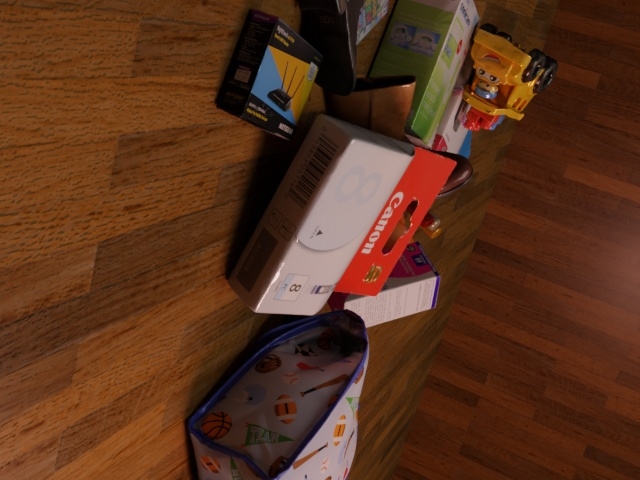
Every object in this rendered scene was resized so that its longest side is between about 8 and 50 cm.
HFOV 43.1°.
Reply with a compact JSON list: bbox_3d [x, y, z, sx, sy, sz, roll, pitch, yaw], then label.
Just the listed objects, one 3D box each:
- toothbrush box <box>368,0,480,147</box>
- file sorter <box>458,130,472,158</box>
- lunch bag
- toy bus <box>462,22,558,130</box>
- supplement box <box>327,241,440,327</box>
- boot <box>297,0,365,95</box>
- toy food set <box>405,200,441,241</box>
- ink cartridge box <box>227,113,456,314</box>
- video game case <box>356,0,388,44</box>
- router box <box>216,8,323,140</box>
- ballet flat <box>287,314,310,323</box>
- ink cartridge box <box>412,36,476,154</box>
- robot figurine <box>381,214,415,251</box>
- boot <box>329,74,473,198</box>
[{"bbox_3d":[0.195,-0.345,1.573,0.283,0.122,0.206,-70,162,2],"label":"toothbrush box"},{"bbox_3d":[0.314,-0.242,2.057,0.118,0.104,0.170,-60,161,-24],"label":"file sorter"},{"bbox_3d":[-0.050,0.346,1.494,0.385,0.238,0.328,-44,149,-37],"label":"lunch bag"},{"bbox_3d":[0.365,-0.321,1.685,0.212,0.149,0.220,-59,156,17],"label":"toy bus"},{"bbox_3d":[0.130,0.100,1.736,0.219,0.111,0.114,-16,139,-14],"label":"supplement box"},{"bbox_3d":[0.058,-0.370,1.200,0.229,0.091,0.263,-57,157,-30],"label":"boot"},{"bbox_3d":[0.219,-0.042,2.084,0.232,0.104,0.111,-25,150,-40],"label":"toy food set"},{"bbox_3d":[0.070,-0.018,1.334,0.385,0.091,0.308,10,116,-48],"label":"ink cartridge box"},{"bbox_3d":[0.076,-0.395,1.344,0.166,0.015,0.119,-52,157,-39],"label":"video game case"},{"bbox_3d":[-0.065,-0.217,1.096,0.133,0.046,0.179,-70,162,4],"label":"router box"},{"bbox_3d":[-0.038,0.114,1.580,0.057,0.049,0.173,10,106,-26],"label":"ballet flat"},{"bbox_3d":[0.261,-0.288,1.814,0.306,0.131,0.226,-65,161,-6],"label":"ink cartridge box"},{"bbox_3d":[0.157,0.023,1.875,0.158,0.128,0.219,-37,160,2],"label":"robot figurine"},{"bbox_3d":[0.149,-0.194,1.429,0.280,0.264,0.096,86,11,-55],"label":"boot"}]
